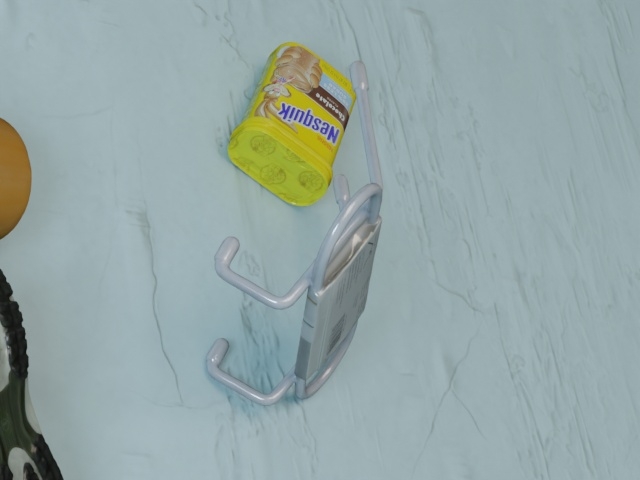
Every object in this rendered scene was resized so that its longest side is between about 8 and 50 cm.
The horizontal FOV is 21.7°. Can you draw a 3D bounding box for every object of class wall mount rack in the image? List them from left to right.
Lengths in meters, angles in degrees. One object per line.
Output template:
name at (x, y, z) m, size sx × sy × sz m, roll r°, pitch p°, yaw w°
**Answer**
wall mount rack at (0.000, 0.000, 1.738) m, size 0.130 × 0.350 × 0.304 m, roll 31°, pitch 58°, yaw 13°

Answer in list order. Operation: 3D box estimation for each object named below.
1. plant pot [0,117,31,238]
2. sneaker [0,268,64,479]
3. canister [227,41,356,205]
plant pot at (-0.378, -0.061, 1.544) m, size 0.188 × 0.205 × 0.205 m, roll -1°, pitch 64°, yaw -57°
sneaker at (-0.337, 0.201, 1.443) m, size 0.158 × 0.182 × 0.410 m, roll -22°, pitch 103°, yaw -71°
canister at (-0.029, -0.140, 1.962) m, size 0.126 × 0.073 × 0.170 m, roll 36°, pitch 44°, yaw -18°
